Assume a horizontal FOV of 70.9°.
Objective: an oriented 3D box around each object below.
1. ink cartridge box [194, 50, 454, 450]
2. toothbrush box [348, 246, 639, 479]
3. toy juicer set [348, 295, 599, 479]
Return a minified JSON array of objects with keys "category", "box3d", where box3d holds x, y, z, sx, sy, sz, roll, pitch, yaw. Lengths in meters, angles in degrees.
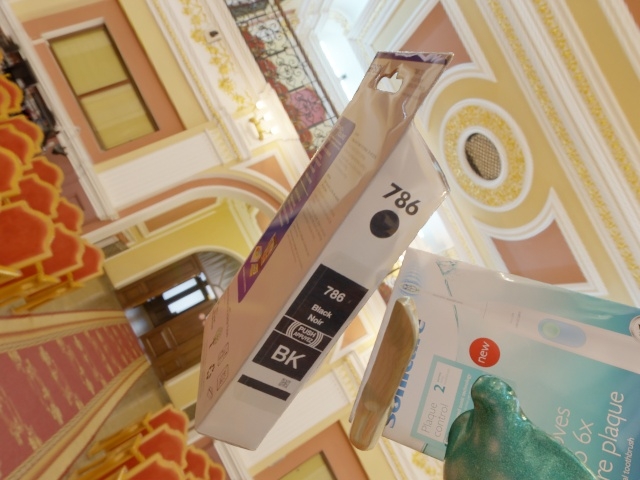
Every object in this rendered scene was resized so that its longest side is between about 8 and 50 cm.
[{"category":"ink cartridge box","box3d":[0.000,0.000,0.392,0.065,0.333,0.165,28,16,-20]},{"category":"toothbrush box","box3d":[0.209,0.158,0.510,0.295,0.217,0.126,16,-19,21]},{"category":"toy juicer set","box3d":[0.135,0.208,0.364,0.329,0.089,0.209,54,-35,15]}]
